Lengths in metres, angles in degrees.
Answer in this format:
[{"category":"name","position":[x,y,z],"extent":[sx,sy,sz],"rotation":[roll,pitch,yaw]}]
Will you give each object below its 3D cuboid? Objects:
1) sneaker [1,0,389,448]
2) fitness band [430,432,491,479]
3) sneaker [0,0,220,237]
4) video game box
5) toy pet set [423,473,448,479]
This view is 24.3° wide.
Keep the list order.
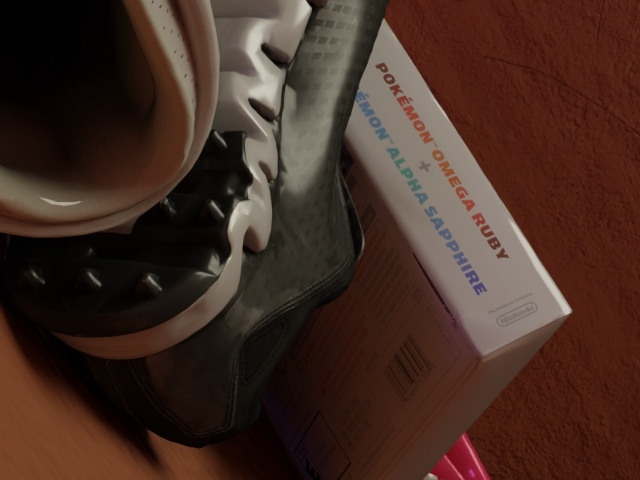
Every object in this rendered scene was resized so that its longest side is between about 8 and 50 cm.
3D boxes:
[{"category":"sneaker","position":[-0.021,-0.037,0.456],"extent":[0.106,0.078,0.234],"rotation":[73,27,-46]},{"category":"fitness band","position":[0.117,0.206,1.328],"extent":[0.209,0.054,0.291],"rotation":[61,4,3]},{"category":"sneaker","position":[-0.102,-0.121,0.283],"extent":[0.169,0.108,0.292],"rotation":[57,0,41]},{"category":"video game box","position":[0.000,0.000,0.591],"extent":[0.187,0.048,0.205],"rotation":[57,-25,16]},{"category":"toy pet set","position":[0.066,0.172,0.869],"extent":[0.114,0.065,0.122],"rotation":[24,-7,9]}]
